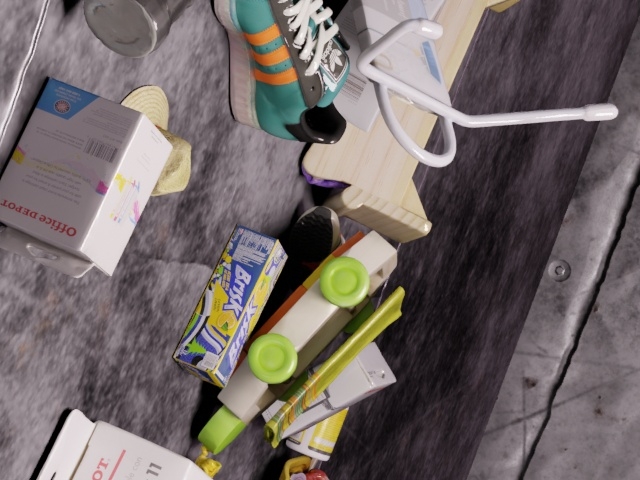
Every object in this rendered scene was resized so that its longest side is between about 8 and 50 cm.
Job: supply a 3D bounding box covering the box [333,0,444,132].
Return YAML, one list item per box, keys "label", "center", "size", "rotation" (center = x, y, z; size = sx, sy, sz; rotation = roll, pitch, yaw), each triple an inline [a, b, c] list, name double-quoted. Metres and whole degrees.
- label: "box"
  center: [0.068, -0.233, 2.060]
  size: [0.170, 0.091, 0.130]
  rotation: [-58, 176, -35]

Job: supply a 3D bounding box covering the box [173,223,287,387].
- label: "box"
  center: [-0.099, 0.073, 2.021]
  size: [0.169, 0.054, 0.059]
  rotation: [-64, 162, -14]

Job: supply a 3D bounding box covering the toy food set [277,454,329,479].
- label: "toy food set"
  center: [-0.033, 0.365, 2.502]
  size: [0.128, 0.071, 0.218]
  rotation: [-59, 164, 10]

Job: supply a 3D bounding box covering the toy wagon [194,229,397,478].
- label: "toy wagon"
  center: [-0.039, 0.134, 2.141]
  size: [0.344, 0.068, 0.267]
  rotation: [-46, 171, -5]

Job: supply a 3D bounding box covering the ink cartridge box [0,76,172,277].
- label: "ink cartridge box"
  center: [-0.201, -0.043, 1.503]
  size: [0.143, 0.092, 0.090]
  rotation: [-65, 163, -9]

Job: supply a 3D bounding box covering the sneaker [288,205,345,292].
- label: "sneaker"
  center: [0.000, 0.000, 2.244]
  size: [0.161, 0.057, 0.075]
  rotation: [98, 19, -49]

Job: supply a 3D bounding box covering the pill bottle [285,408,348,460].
- label: "pill bottle"
  center: [0.002, 0.239, 2.506]
  size: [0.116, 0.065, 0.065]
  rotation: [-68, 163, -1]

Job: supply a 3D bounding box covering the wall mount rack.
- label: "wall mount rack"
  center: [0.150, -0.232, 1.929]
  size: [0.304, 0.130, 0.350]
  rotation: [21, 45, -40]

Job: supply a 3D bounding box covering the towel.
- label: "towel"
  center: [0.018, 0.154, 2.209]
  size: [0.237, 0.021, 0.102]
  rotation: [-45, 172, -13]

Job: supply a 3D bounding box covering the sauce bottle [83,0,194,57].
- label: "sauce bottle"
  center: [-0.084, -0.280, 1.557]
  size: [0.344, 0.111, 0.111]
  rotation: [-56, 159, -37]

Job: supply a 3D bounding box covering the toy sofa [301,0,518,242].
- label: "toy sofa"
  center: [0.106, -0.191, 2.239]
  size: [0.150, 0.177, 0.363]
  rotation: [158, -44, -79]

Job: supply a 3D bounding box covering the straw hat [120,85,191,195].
- label: "straw hat"
  center: [-0.151, -0.071, 1.679]
  size: [0.144, 0.061, 0.144]
  rotation: [-57, 160, -34]

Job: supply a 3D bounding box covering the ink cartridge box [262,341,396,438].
- label: "ink cartridge box"
  center: [0.008, 0.191, 2.337]
  size: [0.150, 0.063, 0.109]
  rotation: [-30, 171, 16]

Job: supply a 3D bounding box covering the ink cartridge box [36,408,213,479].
- label: "ink cartridge box"
  center: [-0.200, 0.318, 1.883]
  size: [0.207, 0.119, 0.353]
  rotation: [-65, 163, -13]

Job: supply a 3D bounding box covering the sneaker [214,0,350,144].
- label: "sneaker"
  center: [-0.025, -0.208, 1.802]
  size: [0.108, 0.121, 0.302]
  rotation: [-60, 161, -29]
